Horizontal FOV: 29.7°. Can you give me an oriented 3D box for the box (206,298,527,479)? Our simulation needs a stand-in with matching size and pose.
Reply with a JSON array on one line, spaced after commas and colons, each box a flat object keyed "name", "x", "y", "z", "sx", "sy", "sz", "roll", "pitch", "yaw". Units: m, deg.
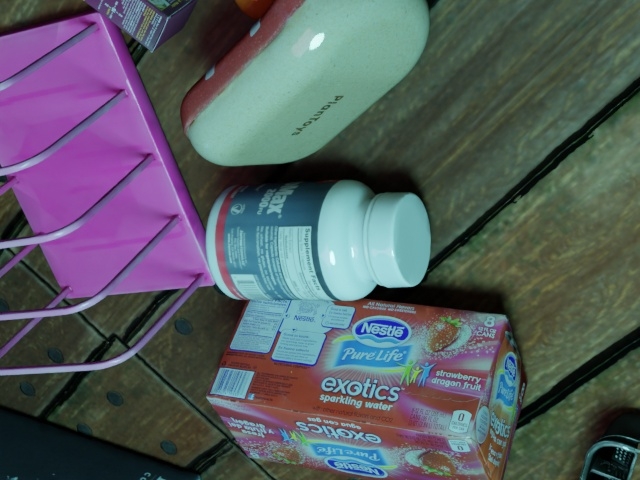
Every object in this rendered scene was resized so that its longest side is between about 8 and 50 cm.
[{"name": "box", "x": 0.045, "y": 0.137, "z": 1.100, "sx": 0.256, "sy": 0.128, "sz": 0.123, "roll": 5, "pitch": 145, "yaw": 25}]

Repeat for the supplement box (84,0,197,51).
[{"name": "supplement box", "x": -0.158, "y": -0.212, "z": 1.049, "sx": 0.083, "sy": 0.055, "sz": 0.043, "roll": 38, "pitch": 132, "yaw": 2}]

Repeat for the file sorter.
[{"name": "file sorter", "x": -0.265, "y": -0.036, "z": 1.138, "sx": 0.202, "sy": 0.182, "sz": 0.291, "roll": -6, "pitch": 117, "yaw": 31}]

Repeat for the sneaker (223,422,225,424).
[{"name": "sneaker", "x": -0.038, "y": 0.163, "z": 1.226, "sx": 0.161, "sy": 0.057, "sz": 0.075, "roll": 8, "pitch": 129, "yaw": 27}]

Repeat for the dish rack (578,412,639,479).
[{"name": "dish rack", "x": 0.361, "y": 0.271, "z": 1.073, "sx": 0.271, "sy": 0.074, "sz": 0.208, "roll": 17, "pitch": 127, "yaw": 18}]

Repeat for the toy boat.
[{"name": "toy boat", "x": -0.024, "y": -0.170, "z": 0.970, "sx": 0.231, "sy": 0.151, "sz": 0.151, "roll": -38, "pitch": 69, "yaw": 39}]

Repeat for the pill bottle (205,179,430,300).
[{"name": "pill bottle", "x": 0.000, "y": 0.000, "z": 1.068, "sx": 0.180, "sy": 0.108, "sz": 0.108, "roll": -1, "pitch": 119, "yaw": 28}]

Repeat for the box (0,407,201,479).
[{"name": "box", "x": -0.443, "y": 0.442, "z": 1.350, "sx": 0.471, "sy": 0.480, "sz": 0.297, "roll": 15, "pitch": 125, "yaw": 19}]
